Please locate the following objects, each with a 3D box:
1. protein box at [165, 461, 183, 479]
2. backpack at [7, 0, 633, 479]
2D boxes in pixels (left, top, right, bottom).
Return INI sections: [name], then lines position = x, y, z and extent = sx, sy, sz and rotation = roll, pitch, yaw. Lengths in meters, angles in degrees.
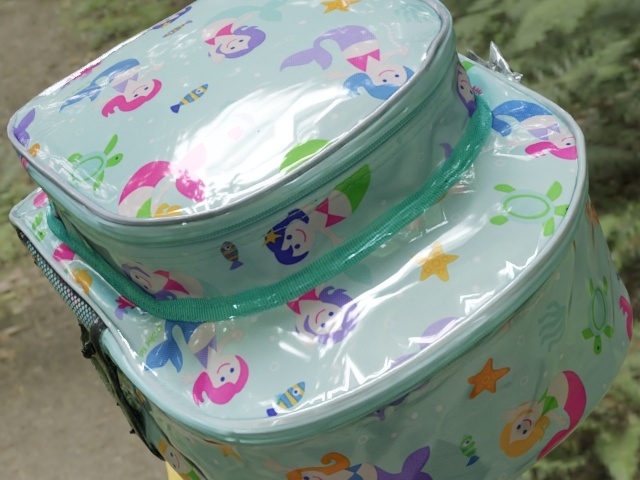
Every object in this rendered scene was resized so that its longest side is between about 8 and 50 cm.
[protein box]
position = 0.009, 0.206, 0.857
extent = 0.136, 0.200, 0.201
rotation = -28, 36, 6
[backpack]
position = 0.000, 0.000, 0.569
extent = 0.225, 0.191, 0.253
rotation = -33, 44, -12
